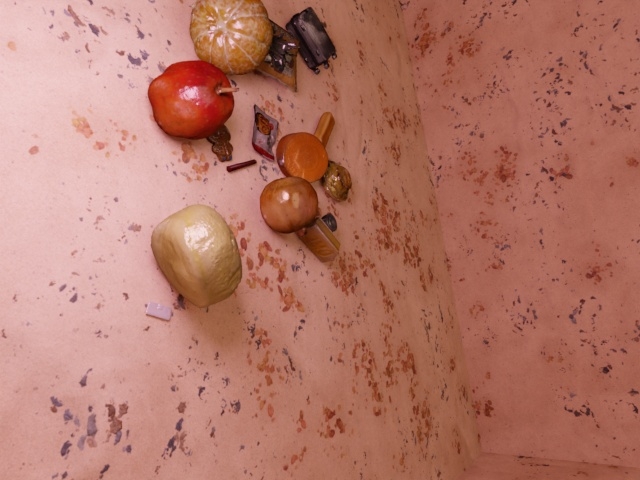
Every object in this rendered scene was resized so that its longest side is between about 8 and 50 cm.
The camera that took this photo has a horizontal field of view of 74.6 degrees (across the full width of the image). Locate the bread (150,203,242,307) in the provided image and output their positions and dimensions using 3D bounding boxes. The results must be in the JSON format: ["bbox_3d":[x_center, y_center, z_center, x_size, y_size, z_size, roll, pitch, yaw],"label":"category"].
[{"bbox_3d":[-0.377,0.042,1.347,0.237,0.320,0.321,-37,108,-31],"label":"bread"}]

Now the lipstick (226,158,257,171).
[{"bbox_3d":[-0.326,-0.316,1.759,0.176,0.027,0.027,-32,104,-53],"label":"lipstick"}]

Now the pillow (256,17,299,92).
[{"bbox_3d":[-0.220,-0.905,2.007,0.310,0.119,0.313,14,71,-41],"label":"pillow"}]

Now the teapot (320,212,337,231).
[{"bbox_3d":[0.021,-0.069,2.068,0.092,0.090,0.124,55,36,-24],"label":"teapot"}]

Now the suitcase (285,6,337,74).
[{"bbox_3d":[-0.043,-1.094,2.294,0.312,0.128,0.202,53,42,-26],"label":"suitcase"}]

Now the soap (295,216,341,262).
[{"bbox_3d":[0.000,0.000,1.976,0.232,0.140,0.073,50,47,-30],"label":"soap"}]

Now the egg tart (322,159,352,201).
[{"bbox_3d":[0.096,-0.324,2.242,0.241,0.105,0.241,29,53,-45],"label":"egg tart"}]

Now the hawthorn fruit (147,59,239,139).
[{"bbox_3d":[-0.415,-0.491,1.456,0.287,0.330,0.287,12,76,-60],"label":"hawthorn fruit"}]

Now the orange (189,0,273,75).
[{"bbox_3d":[-0.351,-0.819,1.647,0.249,0.329,0.329,-59,127,-70],"label":"orange"}]

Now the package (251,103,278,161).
[{"bbox_3d":[-0.253,-0.485,1.902,0.154,0.030,0.239,28,56,-46],"label":"package"}]

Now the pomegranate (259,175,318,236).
[{"bbox_3d":[-0.125,-0.138,1.791,0.252,0.228,0.271,-32,110,-51],"label":"pomegranate"}]

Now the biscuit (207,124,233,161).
[{"bbox_3d":[-0.402,-0.404,1.688,0.124,0.026,0.175,-25,98,-52],"label":"biscuit"}]

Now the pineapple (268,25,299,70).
[{"bbox_3d":[-0.260,-0.872,1.812,0.364,0.165,0.165,39,42,2],"label":"pineapple"}]

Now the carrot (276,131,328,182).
[{"bbox_3d":[-0.095,-0.400,2.040,0.307,0.100,0.259,-26,101,-45],"label":"carrot"}]

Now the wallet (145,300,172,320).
[{"bbox_3d":[-0.517,0.225,1.343,0.083,0.011,0.044,30,55,-43],"label":"wallet"}]

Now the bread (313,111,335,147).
[{"bbox_3d":[0.012,-0.584,2.240,0.093,0.073,0.239,60,38,-44],"label":"bread"}]
